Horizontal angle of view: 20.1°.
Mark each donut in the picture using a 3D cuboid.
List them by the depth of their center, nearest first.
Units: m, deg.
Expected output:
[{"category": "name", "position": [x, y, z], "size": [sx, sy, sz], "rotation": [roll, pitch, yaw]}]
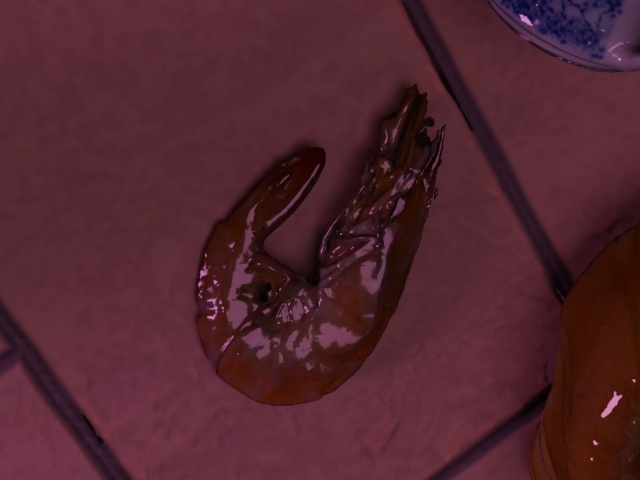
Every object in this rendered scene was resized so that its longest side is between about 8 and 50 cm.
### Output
[{"category": "donut", "position": [0.326, 0.115, 1.279], "size": [0.360, 0.170, 0.360], "rotation": [-6, 113, -15]}]

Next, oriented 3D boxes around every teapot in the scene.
[{"category": "teapot", "position": [0.181, -0.192, 1.095], "size": [0.159, 0.232, 0.159], "rotation": [-12, 138, -11]}]

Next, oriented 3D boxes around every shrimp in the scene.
[{"category": "shrimp", "position": [0.000, -0.001, 1.179], "size": [0.133, 0.053, 0.236], "rotation": [26, 101, -7]}]
